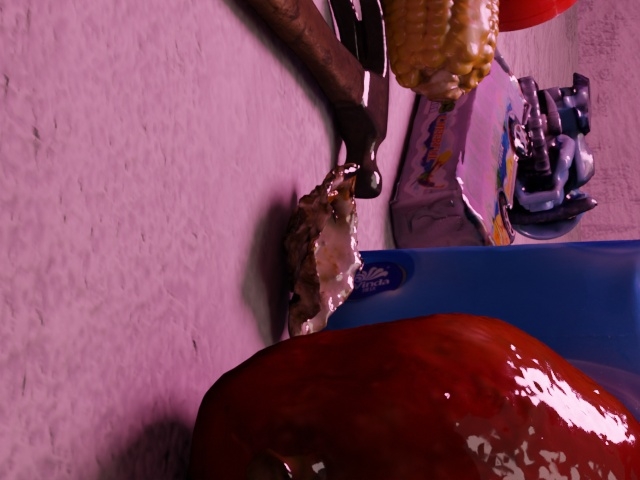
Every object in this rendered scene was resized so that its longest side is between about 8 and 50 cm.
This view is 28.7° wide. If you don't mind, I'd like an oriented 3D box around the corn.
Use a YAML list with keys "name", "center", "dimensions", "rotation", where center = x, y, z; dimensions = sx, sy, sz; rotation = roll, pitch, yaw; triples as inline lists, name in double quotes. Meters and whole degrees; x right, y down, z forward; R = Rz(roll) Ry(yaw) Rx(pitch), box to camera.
- name: "corn"
  center: [0.113, -0.310, 1.224]
  dimensions: [0.120, 0.120, 0.363]
  rotation: [29, 57, -70]

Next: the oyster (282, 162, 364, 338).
- name: "oyster"
  center: [0.000, -0.002, 0.908]
  dimensions: [0.148, 0.051, 0.103]
  rotation: [-57, 153, -49]

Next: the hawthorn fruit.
- name: "hawthorn fruit"
  center: [0.041, 0.162, 0.691]
  dimensions: [0.307, 0.265, 0.265]
  rotation: [27, 61, -58]

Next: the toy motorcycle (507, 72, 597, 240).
- name: "toy motorcycle"
  center: [0.296, -0.105, 1.684]
  dimensions: [0.416, 0.172, 0.232]
  rotation: [-35, 115, -80]

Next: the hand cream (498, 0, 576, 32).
- name: "hand cream"
  center: [0.210, -0.342, 1.414]
  dimensions: [0.125, 0.193, 0.193]
  rotation: [63, 29, -48]

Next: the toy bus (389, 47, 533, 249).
- name: "toy bus"
  center: [0.151, -0.088, 1.339]
  dimensions: [0.317, 0.112, 0.138]
  rotation: [-75, 145, -48]

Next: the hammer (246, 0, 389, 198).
- name: "hammer"
  center: [-0.022, -0.163, 0.875]
  dimensions: [0.440, 0.044, 0.168]
  rotation: [38, 52, -68]

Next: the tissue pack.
- name: "tissue pack"
  center: [0.127, 0.110, 0.942]
  dimensions: [0.146, 0.263, 0.198]
  rotation: [69, 25, -45]
